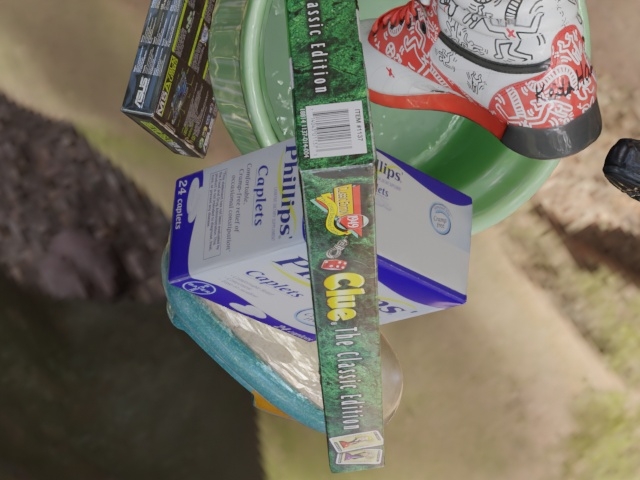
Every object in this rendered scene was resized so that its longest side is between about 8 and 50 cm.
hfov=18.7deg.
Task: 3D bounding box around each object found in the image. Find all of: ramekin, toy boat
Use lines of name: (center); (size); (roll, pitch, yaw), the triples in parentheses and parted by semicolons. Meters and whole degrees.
ramekin: (0.055, -0.153, 1.593); (0.148, 0.303, 0.303); (16, 127, 67)
toy boat: (-0.047, 0.072, 1.799); (0.267, 0.318, 0.148); (43, 102, -13)

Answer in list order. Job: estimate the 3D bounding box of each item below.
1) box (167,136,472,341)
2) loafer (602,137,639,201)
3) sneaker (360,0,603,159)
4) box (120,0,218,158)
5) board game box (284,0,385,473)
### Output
box: (0.000, 0.000, 1.164); (0.137, 0.126, 0.072); (-17, 59, 41)
loafer: (0.302, -0.043, 1.329); (0.076, 0.223, 0.078); (173, 109, -80)
sneaker: (0.094, -0.164, 1.415); (0.270, 0.090, 0.145); (27, 140, 48)
box: (-0.145, -0.201, 2.102); (0.045, 0.184, 0.191); (12, 82, 19)
board game box: (0.005, -0.019, 0.759); (0.260, 0.030, 0.136); (85, -178, -62)
